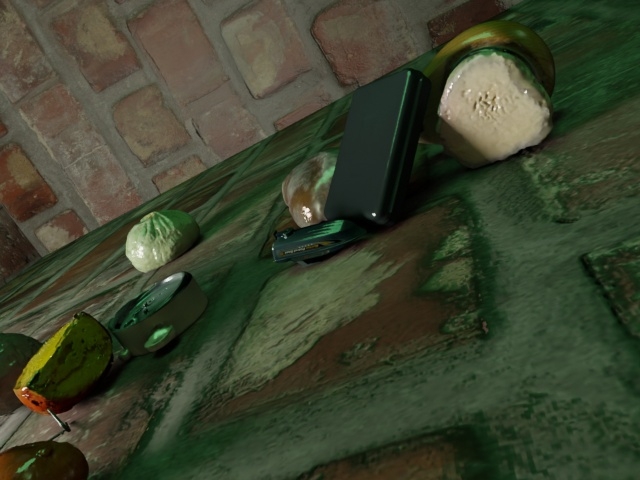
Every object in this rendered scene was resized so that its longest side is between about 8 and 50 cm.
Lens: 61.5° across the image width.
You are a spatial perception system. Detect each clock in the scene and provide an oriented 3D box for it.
[{"bbox_3d":[-0.264,0.115,0.867,0.156,0.063,0.229,-31,17,-5],"label":"clock"}]

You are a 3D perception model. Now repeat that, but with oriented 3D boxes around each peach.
[{"bbox_3d":[-0.362,0.186,0.774,0.127,0.092,0.172,-41,24,4],"label":"peach"}]

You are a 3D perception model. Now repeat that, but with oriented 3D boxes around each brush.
[{"bbox_3d":[0.219,-0.201,0.820,0.267,0.174,0.166,-24,26,43],"label":"brush"}]

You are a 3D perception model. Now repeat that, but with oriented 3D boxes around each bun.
[{"bbox_3d":[-0.400,-0.011,1.334,0.195,0.118,0.195,-30,16,9],"label":"bun"}]

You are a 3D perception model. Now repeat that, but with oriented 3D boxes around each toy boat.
[{"bbox_3d":[0.000,0.000,0.777,0.141,0.060,0.055,-14,23,23],"label":"toy boat"}]

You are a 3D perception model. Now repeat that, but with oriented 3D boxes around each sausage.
[{"bbox_3d":[-0.310,0.259,0.532,0.179,0.089,0.089,-29,18,15],"label":"sausage"}]

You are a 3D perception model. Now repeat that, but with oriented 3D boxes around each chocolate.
[{"bbox_3d":[0.008,-0.118,1.028,0.185,0.100,0.303,-34,15,-1],"label":"chocolate"}]

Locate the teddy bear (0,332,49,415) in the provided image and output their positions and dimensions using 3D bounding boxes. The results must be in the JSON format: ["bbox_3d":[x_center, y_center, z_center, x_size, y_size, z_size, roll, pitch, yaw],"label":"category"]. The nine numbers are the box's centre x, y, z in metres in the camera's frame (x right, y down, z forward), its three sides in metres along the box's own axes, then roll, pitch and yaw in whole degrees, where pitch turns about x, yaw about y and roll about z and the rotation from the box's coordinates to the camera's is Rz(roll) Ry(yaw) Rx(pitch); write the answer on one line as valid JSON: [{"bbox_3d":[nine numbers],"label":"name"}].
[{"bbox_3d":[-0.582,0.235,0.900,0.267,0.151,0.236,-26,11,27],"label":"teddy bear"}]

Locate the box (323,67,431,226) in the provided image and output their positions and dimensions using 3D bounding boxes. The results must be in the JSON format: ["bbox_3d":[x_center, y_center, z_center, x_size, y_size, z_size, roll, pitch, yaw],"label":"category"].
[{"bbox_3d":[0.083,-0.134,0.812,0.160,0.050,0.230,3,77,60],"label":"box"}]

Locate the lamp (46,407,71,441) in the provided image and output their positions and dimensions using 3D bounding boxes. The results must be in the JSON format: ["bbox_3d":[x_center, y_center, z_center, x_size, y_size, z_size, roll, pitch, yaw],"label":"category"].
[{"bbox_3d":[-0.376,0.269,0.676,0.121,0.041,0.054,-41,29,-23],"label":"lamp"}]
